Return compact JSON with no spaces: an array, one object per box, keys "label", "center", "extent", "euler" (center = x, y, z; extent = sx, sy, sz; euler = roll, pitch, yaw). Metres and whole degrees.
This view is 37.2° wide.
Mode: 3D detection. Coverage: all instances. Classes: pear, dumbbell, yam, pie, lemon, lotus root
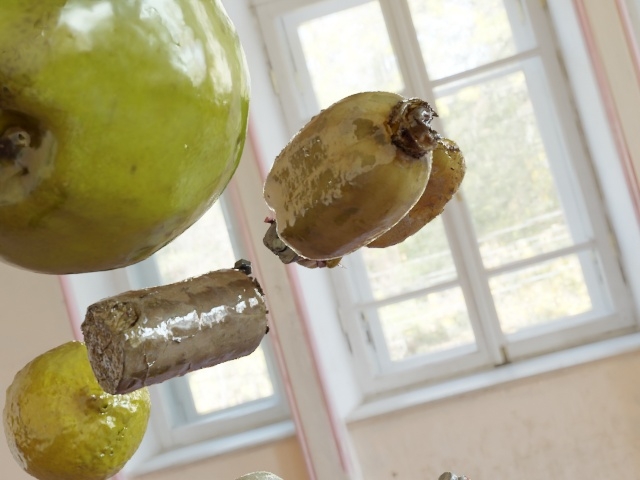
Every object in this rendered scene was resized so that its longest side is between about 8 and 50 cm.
[{"label":"pear","center":[-0.191,-0.126,0.756],"extent":[0.287,0.288,0.375],"euler":[-16,16,7]},{"label":"dumbbell","center":[-0.156,0.074,1.896],"extent":[0.040,0.083,0.036],"euler":[20,-56,-17]},{"label":"yam","center":[-0.189,0.116,1.215],"extent":[0.128,0.129,0.238],"euler":[-16,0,44]},{"label":"pie","center":[0.129,-0.088,1.630],"extent":[0.273,0.069,0.273],"euler":[-17,-41,-16]},{"label":"lemon","center":[-0.453,0.323,1.765],"extent":[0.268,0.268,0.321],"euler":[-14,-9,-39]},{"label":"lotus root","center":[0.046,-0.088,1.183],"extent":[0.151,0.169,0.342],"euler":[-10,-16,-36]}]

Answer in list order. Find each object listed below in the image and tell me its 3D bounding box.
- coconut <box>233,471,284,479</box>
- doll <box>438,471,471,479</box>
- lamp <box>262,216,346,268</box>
[{"label":"coconut","center":[-0.077,0.373,1.240],"extent":[0.110,0.125,0.110],"euler":[-8,-40,-7]},{"label":"doll","center":[0.199,0.363,1.272],"extent":[0.079,0.094,0.180],"euler":[7,-27,39]},{"label":"lamp","center":[0.000,0.000,1.748],"extent":[0.118,0.119,0.253],"euler":[-16,-12,26]}]
